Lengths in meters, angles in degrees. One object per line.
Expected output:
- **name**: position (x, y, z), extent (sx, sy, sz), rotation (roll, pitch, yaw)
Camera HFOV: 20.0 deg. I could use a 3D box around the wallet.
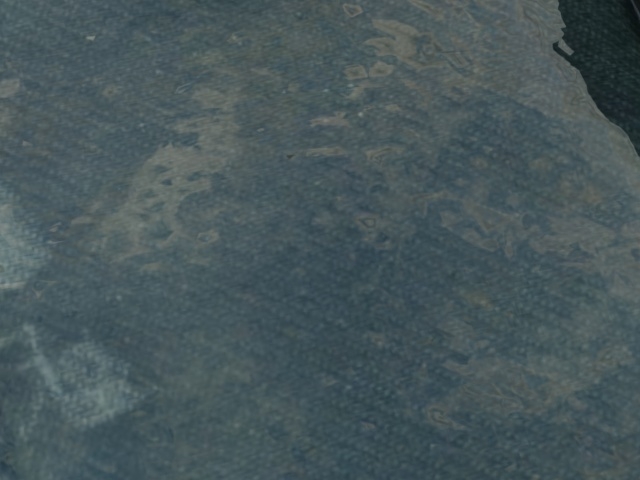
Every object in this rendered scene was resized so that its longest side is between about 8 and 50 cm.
- **wallet**: position (0.000, 0.000, 0.498), extent (0.237, 0.075, 0.342), rotation (-12, 54, -10)
